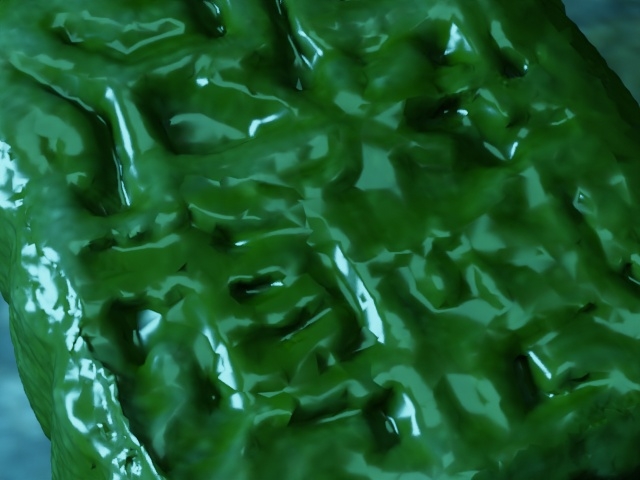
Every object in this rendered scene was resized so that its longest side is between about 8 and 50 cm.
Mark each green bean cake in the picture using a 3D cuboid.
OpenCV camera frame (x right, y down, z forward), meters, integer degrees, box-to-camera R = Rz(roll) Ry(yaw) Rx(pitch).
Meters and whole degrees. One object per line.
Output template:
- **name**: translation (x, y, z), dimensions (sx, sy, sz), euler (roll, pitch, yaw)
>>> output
- **green bean cake**: translation (0.000, 0.000, 0.583), dimensions (0.222, 0.125, 0.248), euler (-20, 65, -20)
